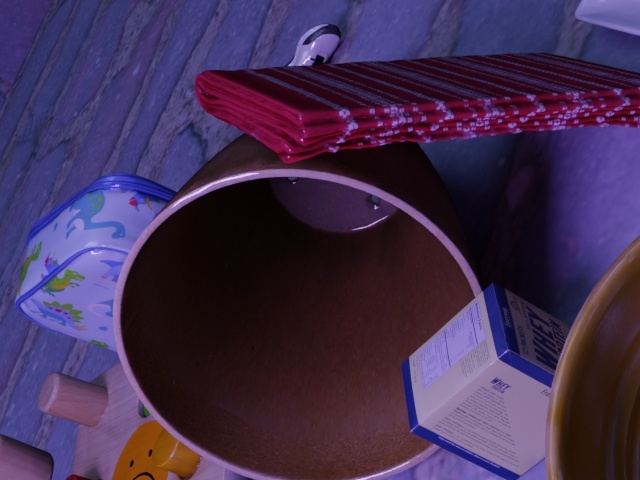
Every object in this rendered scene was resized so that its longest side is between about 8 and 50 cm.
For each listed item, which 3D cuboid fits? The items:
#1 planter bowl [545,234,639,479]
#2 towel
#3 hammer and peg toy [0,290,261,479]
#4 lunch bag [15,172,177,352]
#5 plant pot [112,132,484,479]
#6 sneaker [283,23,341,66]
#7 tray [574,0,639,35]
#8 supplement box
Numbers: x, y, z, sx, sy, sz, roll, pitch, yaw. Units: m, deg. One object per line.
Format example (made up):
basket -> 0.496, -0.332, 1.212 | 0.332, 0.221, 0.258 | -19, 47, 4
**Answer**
planter bowl -> 0.196, 0.084, 0.460 | 0.217, 0.090, 0.217 | -7, 66, 16
towel -> 0.072, -0.092, 0.826 | 0.199, 0.275, 0.031 | -145, 52, -63
hammer and peg toy -> -0.164, 0.218, 1.039 | 0.361, 0.127, 0.266 | -34, 44, 44
lunch bag -> -0.126, 0.033, 1.070 | 0.176, 0.219, 0.090 | -32, 44, 48
plant pot -> 0.000, 0.000, 0.903 | 0.237, 0.237, 0.254 | -46, 16, 27
sneaker -> -0.012, -0.171, 1.293 | 0.109, 0.040, 0.043 | -50, 44, 29
tray -> 0.269, -0.176, 0.786 | 0.145, 0.030, 0.270 | -59, 26, 4
supplement box -> 0.107, 0.084, 0.751 | 0.083, 0.083, 0.056 | -46, 30, 30
